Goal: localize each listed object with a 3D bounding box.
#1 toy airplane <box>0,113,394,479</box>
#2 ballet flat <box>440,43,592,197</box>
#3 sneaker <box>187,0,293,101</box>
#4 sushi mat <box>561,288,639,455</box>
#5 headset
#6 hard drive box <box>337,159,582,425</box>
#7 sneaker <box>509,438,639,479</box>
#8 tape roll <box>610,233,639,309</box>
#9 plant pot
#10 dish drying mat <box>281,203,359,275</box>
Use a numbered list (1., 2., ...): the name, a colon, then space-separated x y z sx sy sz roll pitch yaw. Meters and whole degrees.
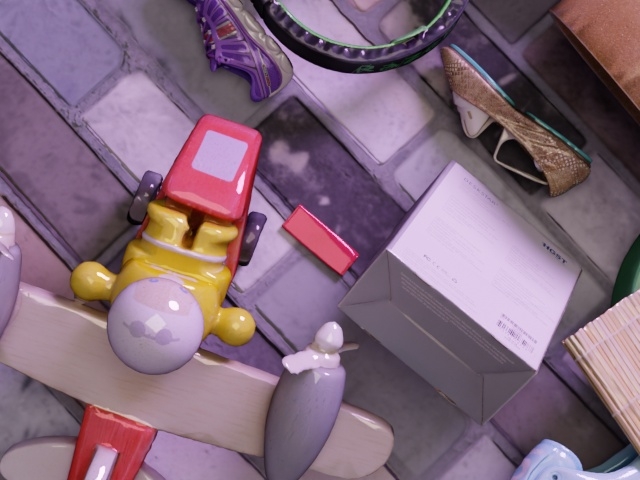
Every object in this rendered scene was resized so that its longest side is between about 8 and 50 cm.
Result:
1. toy airplane: -0.168 0.107 1.369 0.386 0.272 0.384 -23 86 -8
2. ballet flat: 0.193 -0.121 1.537 0.206 0.073 0.067 40 96 4
3. sneaker: -0.103 -0.217 1.520 0.071 0.068 0.170 -42 89 -3
4. sushi mat: 0.387 0.191 1.452 0.151 0.019 0.316 -34 87 -21
5. headset: 0.010 -0.367 1.487 0.243 0.185 0.394 -26 83 -8
6. hard drive box: 0.144 0.045 1.427 0.181 0.232 0.089 40 122 1
7. sneaker: 0.210 0.284 1.462 0.366 0.135 0.150 -16 84 -18
8. tape roll: 0.471 0.090 1.532 0.321 0.077 0.321 1 83 -6
9. plant pot: 0.401 -0.220 1.445 0.254 0.237 0.237 -39 88 11
10. dish drying mat: 0.000 0.000 1.531 0.083 0.008 0.032 40 80 1
